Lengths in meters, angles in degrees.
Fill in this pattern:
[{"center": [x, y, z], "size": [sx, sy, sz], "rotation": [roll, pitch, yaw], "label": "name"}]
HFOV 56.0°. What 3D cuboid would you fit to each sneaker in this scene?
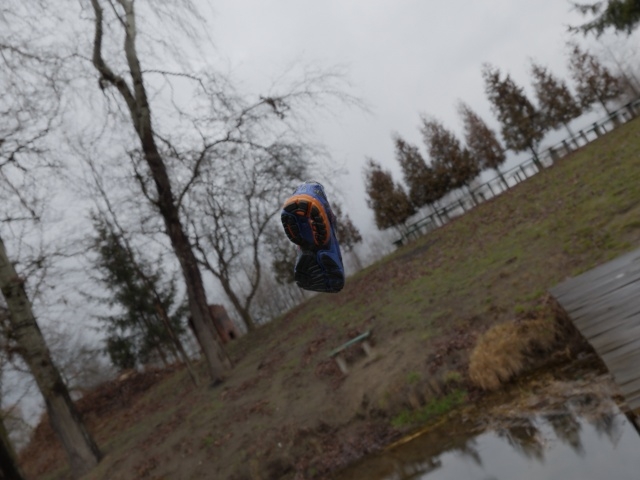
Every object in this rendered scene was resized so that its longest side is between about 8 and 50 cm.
[{"center": [0.000, 0.000, 0.922], "size": [0.083, 0.087, 0.221], "rotation": [5, -44, 13], "label": "sneaker"}]
